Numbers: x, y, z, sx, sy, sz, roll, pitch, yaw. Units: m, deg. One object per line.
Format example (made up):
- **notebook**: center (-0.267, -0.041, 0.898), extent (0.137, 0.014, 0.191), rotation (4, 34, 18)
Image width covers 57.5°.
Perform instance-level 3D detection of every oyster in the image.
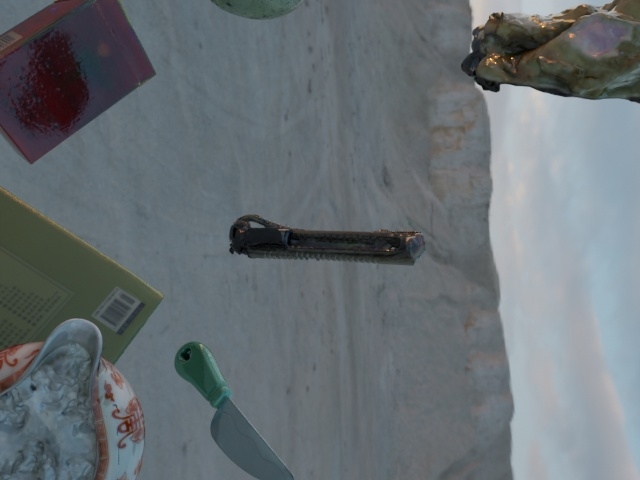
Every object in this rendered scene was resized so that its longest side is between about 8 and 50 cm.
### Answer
- **oyster**: center (0.193, -0.126, 0.366), extent (0.163, 0.191, 0.081), rotation (42, -51, 52)

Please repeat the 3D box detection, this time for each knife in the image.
- **knife**: center (-0.126, 0.234, 0.776), extent (0.260, 0.063, 0.034), rotation (45, -4, 36)
- **knife**: center (-0.002, -0.002, 0.991), extent (0.043, 0.365, 0.089), rotation (55, 44, -59)

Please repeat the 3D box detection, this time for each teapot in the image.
- **teapot**: center (-0.225, 0.173, 0.460), extent (0.116, 0.159, 0.246), rotation (-177, -76, -72)

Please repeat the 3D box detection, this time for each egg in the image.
- **egg**: center (-0.058, -0.237, 0.510), extent (0.085, 0.110, 0.085), rotation (165, -90, -77)

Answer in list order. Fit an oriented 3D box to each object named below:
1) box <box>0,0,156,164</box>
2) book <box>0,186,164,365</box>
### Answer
- **box**: center (-0.489, -0.319, 1.100), extent (0.313, 0.089, 0.197), rotation (-43, 142, -20)
- **book**: center (-0.407, 0.067, 0.736), extent (0.239, 0.352, 0.035), rotation (-57, 179, -30)
